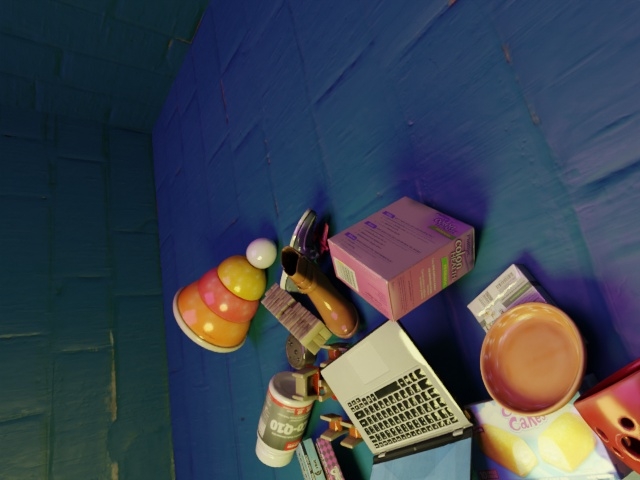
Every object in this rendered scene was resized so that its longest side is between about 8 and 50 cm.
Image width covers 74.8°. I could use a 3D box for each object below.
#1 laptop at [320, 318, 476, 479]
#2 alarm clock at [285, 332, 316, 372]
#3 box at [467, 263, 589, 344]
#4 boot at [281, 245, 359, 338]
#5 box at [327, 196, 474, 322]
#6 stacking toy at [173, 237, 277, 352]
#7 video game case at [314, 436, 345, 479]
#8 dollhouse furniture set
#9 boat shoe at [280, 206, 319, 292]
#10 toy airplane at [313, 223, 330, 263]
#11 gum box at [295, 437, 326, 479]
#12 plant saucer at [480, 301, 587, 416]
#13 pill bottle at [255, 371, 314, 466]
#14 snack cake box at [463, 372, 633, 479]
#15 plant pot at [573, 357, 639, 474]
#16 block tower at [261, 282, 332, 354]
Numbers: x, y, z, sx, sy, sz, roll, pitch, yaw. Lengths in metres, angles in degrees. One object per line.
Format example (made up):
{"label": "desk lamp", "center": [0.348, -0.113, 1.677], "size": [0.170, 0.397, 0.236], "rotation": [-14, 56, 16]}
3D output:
{"label": "laptop", "center": [0.116, 0.448, 0.897], "size": [0.408, 0.236, 0.382], "rotation": [54, 140, 15]}
{"label": "alarm clock", "center": [-0.078, 0.394, 1.458], "size": [0.129, 0.064, 0.192], "rotation": [51, 131, 43]}
{"label": "box", "center": [0.397, 0.162, 0.824], "size": [0.145, 0.038, 0.186], "rotation": [-58, 44, 35]}
{"label": "boot", "center": [-0.006, 0.144, 1.230], "size": [0.109, 0.220, 0.284], "rotation": [-35, 45, 8]}
{"label": "box", "center": [0.180, 0.030, 0.945], "size": [0.213, 0.242, 0.118], "rotation": [35, 148, 49]}
{"label": "stacking toy", "center": [-0.327, 0.181, 1.689], "size": [0.480, 0.350, 0.351], "rotation": [-47, 49, 18]}
{"label": "video game case", "center": [0.038, 0.719, 1.226], "size": [0.210, 0.041, 0.232], "rotation": [97, 153, -49]}
{"label": "dollhouse furniture set", "center": [0.048, 0.437, 1.253], "size": [0.258, 0.135, 0.263], "rotation": [-6, 84, 43]}
{"label": "boat shoe", "center": [-0.049, 0.042, 1.397], "size": [0.098, 0.116, 0.320], "rotation": [23, 117, 10]}
{"label": "toy airplane", "center": [0.000, 0.000, 1.397], "size": [0.151, 0.028, 0.152], "rotation": [10, 102, 58]}
{"label": "gum box", "center": [-0.027, 0.698, 1.269], "size": [0.185, 0.041, 0.157], "rotation": [104, 147, -55]}
{"label": "plant saucer", "center": [0.374, 0.208, 0.740], "size": [0.200, 0.037, 0.200], "rotation": [-48, 28, 35]}
{"label": "pill bottle", "center": [-0.124, 0.607, 1.420], "size": [0.161, 0.161, 0.284], "rotation": [37, 117, 49]}
{"label": "snack cake box", "center": [0.396, 0.356, 0.771], "size": [0.264, 0.089, 0.152], "rotation": [-42, 56, 45]}
{"label": "plant pot", "center": [0.489, 0.250, 0.571], "size": [0.174, 0.191, 0.191], "rotation": [56, 132, 27]}
{"label": "block tower", "center": [-0.087, 0.256, 1.403], "size": [0.091, 0.097, 0.335], "rotation": [-46, 31, -10]}
